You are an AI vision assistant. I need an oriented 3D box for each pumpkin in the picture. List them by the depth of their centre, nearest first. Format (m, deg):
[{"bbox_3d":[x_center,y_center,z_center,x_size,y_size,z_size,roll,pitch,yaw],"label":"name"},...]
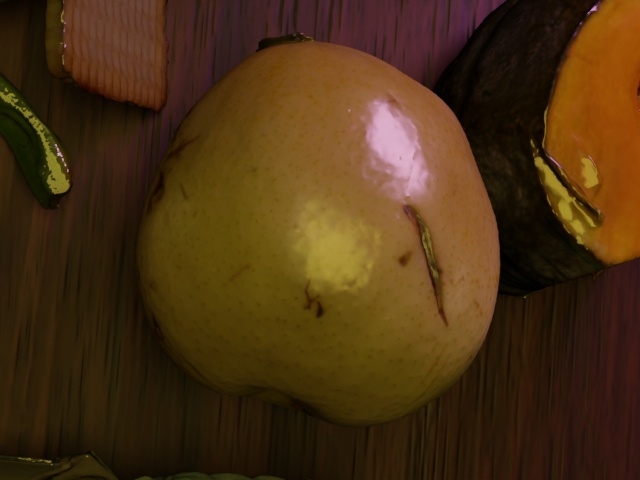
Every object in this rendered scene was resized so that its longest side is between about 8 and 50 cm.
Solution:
[{"bbox_3d":[0.236,-0.100,1.113,0.256,0.225,0.303,9,79,-20],"label":"pumpkin"}]

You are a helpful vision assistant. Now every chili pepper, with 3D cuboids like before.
[{"bbox_3d":[-0.281,-0.115,1.049,0.201,0.050,0.052,45,116,-6],"label":"chili pepper"}]

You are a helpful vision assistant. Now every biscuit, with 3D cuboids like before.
[{"bbox_3d":[-0.177,-0.242,1.036,0.029,0.172,0.254,0,86,20],"label":"biscuit"}]

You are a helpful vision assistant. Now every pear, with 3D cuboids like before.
[{"bbox_3d":[0.000,0.000,0.997,0.309,0.309,0.309,1,87,-16],"label":"pear"}]

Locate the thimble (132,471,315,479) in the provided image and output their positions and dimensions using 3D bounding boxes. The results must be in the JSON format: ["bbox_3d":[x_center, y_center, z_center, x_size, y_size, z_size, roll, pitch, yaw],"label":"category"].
[{"bbox_3d":[-0.062,0.271,1.023,0.211,0.185,0.149,5,84,-1],"label":"thimble"}]

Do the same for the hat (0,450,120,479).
[{"bbox_3d":[-0.245,0.228,1.040,0.175,0.085,0.147,15,95,8],"label":"hat"}]

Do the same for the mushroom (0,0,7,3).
[{"bbox_3d":[-0.311,-0.296,0.958,0.243,0.243,0.243,1,87,-16],"label":"mushroom"}]
